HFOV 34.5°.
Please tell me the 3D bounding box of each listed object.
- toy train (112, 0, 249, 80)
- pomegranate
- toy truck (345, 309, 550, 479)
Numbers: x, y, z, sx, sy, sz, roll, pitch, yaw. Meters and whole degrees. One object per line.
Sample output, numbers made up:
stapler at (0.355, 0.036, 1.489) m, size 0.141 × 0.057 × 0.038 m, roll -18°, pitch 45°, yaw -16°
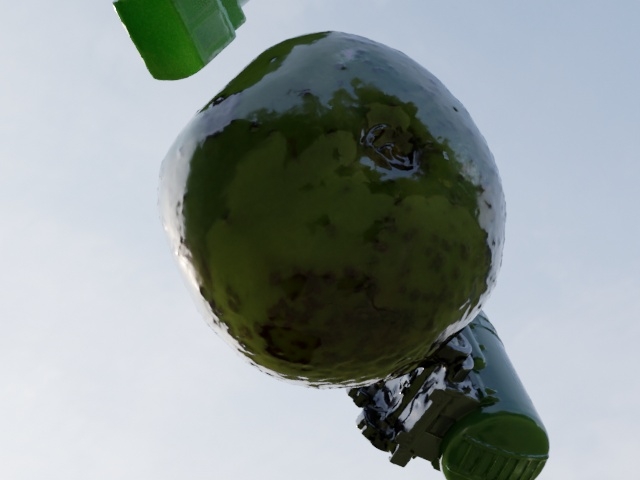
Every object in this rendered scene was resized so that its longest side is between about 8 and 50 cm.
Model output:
toy train at (-0.066, -0.226, 0.763) m, size 0.085 × 0.251 × 0.119 m, roll -3°, pitch -55°, yaw 39°
pomegranate at (0.000, 0.000, 0.645) m, size 0.214 × 0.214 × 0.248 m, roll 4°, pitch -30°, yaw -14°
toy truck at (0.089, 0.089, 0.797) m, size 0.125 × 0.242 × 0.101 m, roll 24°, pitch -68°, yaw -22°
